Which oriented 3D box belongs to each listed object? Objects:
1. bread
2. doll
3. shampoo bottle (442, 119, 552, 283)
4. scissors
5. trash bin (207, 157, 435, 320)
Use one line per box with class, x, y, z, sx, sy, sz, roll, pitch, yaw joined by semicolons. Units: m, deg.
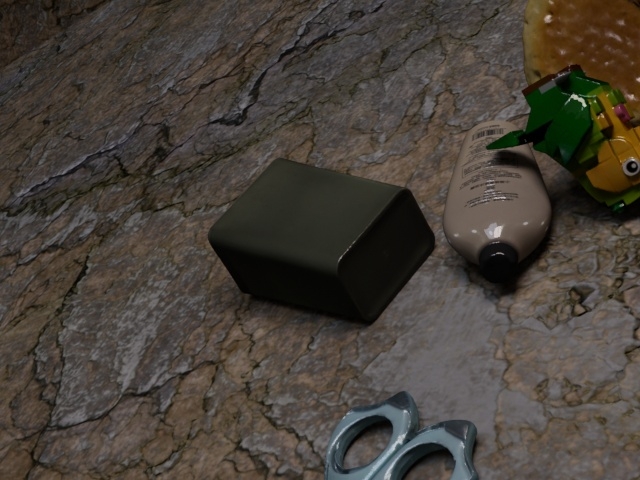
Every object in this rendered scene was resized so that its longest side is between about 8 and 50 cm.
bread;0.364;-0.243;1.312;0.244;0.245;0.134;-10;-7;32
doll;0.299;-0.112;1.226;0.186;0.106;0.134;37;113;20
shampoo bottle;0.208;-0.046;1.287;0.127;0.078;0.257;-6;36;13
scissors;0.000;0.290;1.048;0.360;0.029;0.191;-44;34;-19
trash bin;0.000;0.000;1.374;0.240;0.122;0.164;15;54;48
